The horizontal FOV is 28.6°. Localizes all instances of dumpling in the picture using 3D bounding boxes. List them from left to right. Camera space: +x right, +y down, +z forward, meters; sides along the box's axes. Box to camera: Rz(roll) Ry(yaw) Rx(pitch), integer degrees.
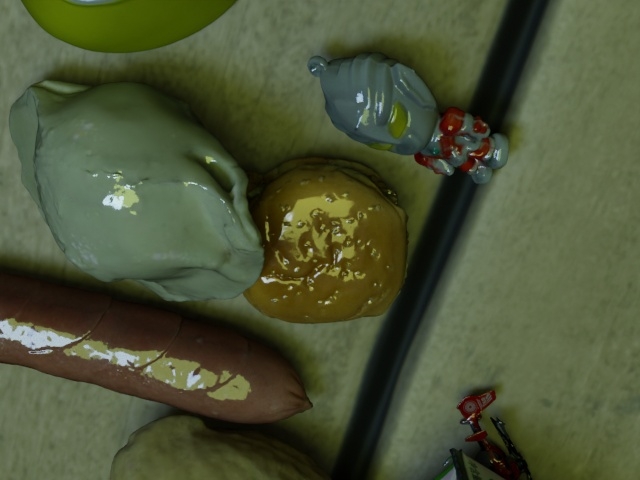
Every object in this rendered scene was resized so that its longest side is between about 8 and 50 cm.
[{"bbox_3d":[-0.150,-0.028,1.012,0.258,0.147,0.193,21,134,25],"label":"dumpling"}]

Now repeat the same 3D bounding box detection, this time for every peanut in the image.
[{"bbox_3d":[-0.033,0.283,1.115,0.174,0.158,0.340,-22,105,43],"label":"peanut"}]

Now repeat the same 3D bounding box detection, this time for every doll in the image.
[{"bbox_3d":[0.069,-0.100,1.009,0.180,0.079,0.094,27,142,-12],"label":"doll"}]

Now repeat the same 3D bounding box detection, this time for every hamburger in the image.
[{"bbox_3d":[0.000,0.000,1.042,0.147,0.083,0.138,-2,106,1],"label":"hamburger"}]

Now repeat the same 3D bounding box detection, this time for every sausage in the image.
[{"bbox_3d":[-0.213,0.083,1.086,0.432,0.088,0.088,14,111,-3],"label":"sausage"}]

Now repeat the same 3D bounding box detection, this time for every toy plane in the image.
[{"bbox_3d":[0.157,0.200,1.130,0.060,0.037,0.145,-23,109,7],"label":"toy plane"}]

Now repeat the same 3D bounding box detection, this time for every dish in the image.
[{"bbox_3d":[-0.164,-0.263,0.941,0.221,0.108,0.262,-22,108,10],"label":"dish"}]

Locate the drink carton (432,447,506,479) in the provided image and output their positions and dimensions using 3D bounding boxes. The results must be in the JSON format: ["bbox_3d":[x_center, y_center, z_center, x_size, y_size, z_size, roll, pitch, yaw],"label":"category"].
[{"bbox_3d":[0.189,0.312,1.073,0.271,0.161,0.108,33,111,-24],"label":"drink carton"}]
